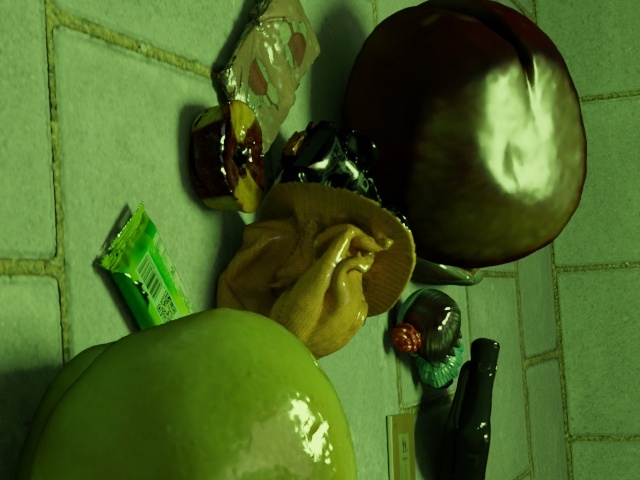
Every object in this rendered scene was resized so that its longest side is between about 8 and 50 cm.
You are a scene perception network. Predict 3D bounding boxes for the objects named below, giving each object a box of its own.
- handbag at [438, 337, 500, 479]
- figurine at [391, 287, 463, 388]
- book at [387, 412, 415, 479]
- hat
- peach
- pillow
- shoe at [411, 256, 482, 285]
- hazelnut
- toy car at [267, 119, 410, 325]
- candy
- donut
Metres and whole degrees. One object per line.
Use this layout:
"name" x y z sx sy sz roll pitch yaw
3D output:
"handbag" 0.278 0.343 2.126 0.275 0.088 0.244 86 17 -47
"figurine" 0.197 0.185 2.029 0.245 0.110 0.138 67 41 -53
"book" 0.140 0.383 1.960 0.118 0.012 0.172 16 71 -67
"hat" -0.031 0.088 1.376 0.233 0.244 0.233 -56 132 -37
"peach" -0.118 0.221 1.004 0.314 0.281 0.315 -22 102 -33
"pillow" -0.070 -0.235 1.527 0.248 0.049 0.135 -67 145 -42
"shoe" 0.245 0.017 2.161 0.291 0.114 0.137 -1 91 -71
"hazelnut" 0.212 -0.156 1.806 0.429 0.402 0.402 63 30 -27
"toy car" 0.024 -0.029 1.602 0.193 0.118 0.301 -57 135 -32
"candy" -0.175 0.058 1.223 0.102 0.032 0.178 -74 149 -49
"donut" -0.112 -0.101 1.377 0.140 0.059 0.140 -6 90 -68
